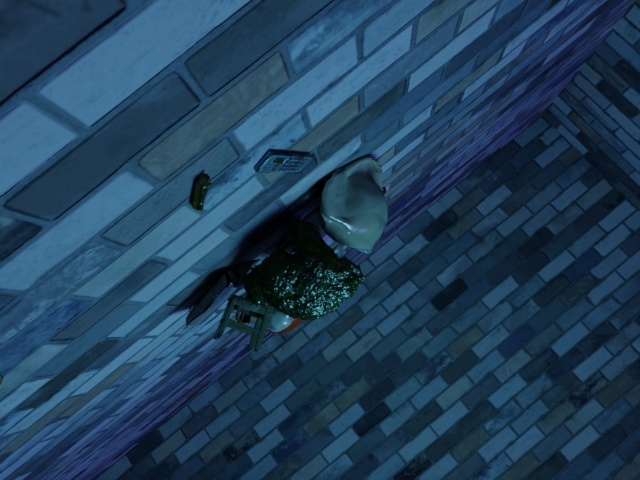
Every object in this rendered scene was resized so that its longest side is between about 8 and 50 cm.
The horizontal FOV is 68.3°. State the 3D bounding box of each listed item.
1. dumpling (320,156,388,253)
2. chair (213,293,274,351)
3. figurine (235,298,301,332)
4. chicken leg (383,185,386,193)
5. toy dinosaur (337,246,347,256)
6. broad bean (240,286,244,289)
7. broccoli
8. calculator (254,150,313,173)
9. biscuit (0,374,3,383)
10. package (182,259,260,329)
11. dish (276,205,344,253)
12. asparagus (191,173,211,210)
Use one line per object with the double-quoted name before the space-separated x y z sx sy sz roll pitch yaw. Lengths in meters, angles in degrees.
"dumpling" 0.108 -0.109 1.373 0.181 0.341 0.259 9 -105 53
"chair" -0.221 0.205 1.497 0.270 0.147 0.136 -70 -168 -18
"figurine" -0.158 0.253 1.780 0.320 0.195 0.323 -26 173 3
"chicken leg" 0.163 -0.142 1.686 0.205 0.053 0.093 -41 147 -29
"toy dinosaur" 0.093 0.007 1.975 0.329 0.076 0.144 -47 178 -15
"broad bean" -0.155 0.112 1.660 0.098 0.055 0.318 -34 166 30
"broccoli" -0.049 0.086 1.313 0.304 0.283 0.321 -29 142 34
"calculator" -0.072 -0.159 0.969 0.057 0.018 0.172 -46 165 24
"biscuit" -0.645 0.282 0.860 0.120 0.015 0.120 -37 168 -9
"package" -0.288 0.147 1.380 0.204 0.062 0.251 -44 -179 19
"dish" 0.000 0.000 1.541 0.303 0.120 0.303 -38 168 -10
"asparagus" -0.210 -0.078 0.824 0.021 0.025 0.108 -43 173 -36
